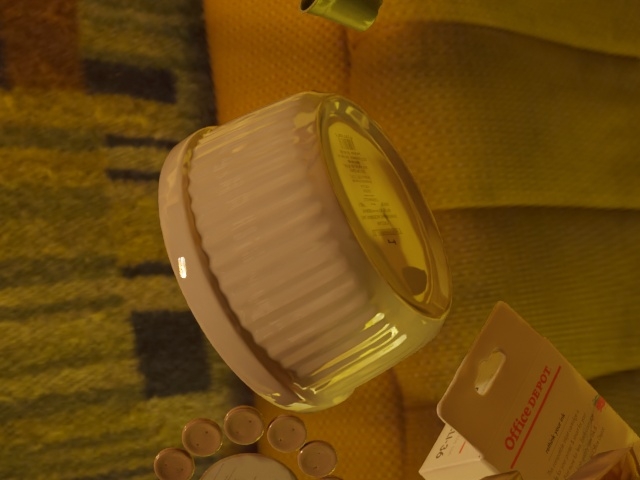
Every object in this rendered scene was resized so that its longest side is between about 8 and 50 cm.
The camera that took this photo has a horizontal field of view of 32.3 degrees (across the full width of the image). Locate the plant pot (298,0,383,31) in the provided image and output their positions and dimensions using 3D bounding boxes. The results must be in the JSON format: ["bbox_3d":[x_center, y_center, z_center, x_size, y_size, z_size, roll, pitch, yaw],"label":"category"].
[{"bbox_3d":[0.029,-0.288,1.313,0.079,0.083,0.083,27,60,-20],"label":"plant pot"}]

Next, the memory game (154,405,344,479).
[{"bbox_3d":[-0.065,0.232,1.007,0.186,0.186,0.012,58,9,-19],"label":"memory game"}]

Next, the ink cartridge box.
[{"bbox_3d":[0.148,0.150,0.761,0.198,0.067,0.115,46,51,-12],"label":"ink cartridge box"}]

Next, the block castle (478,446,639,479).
[{"bbox_3d":[0.111,0.271,0.522,0.213,0.453,0.303,-21,88,-45],"label":"block castle"}]

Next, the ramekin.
[{"bbox_3d":[0.000,0.000,0.730,0.207,0.109,0.207,46,28,-34],"label":"ramekin"}]
